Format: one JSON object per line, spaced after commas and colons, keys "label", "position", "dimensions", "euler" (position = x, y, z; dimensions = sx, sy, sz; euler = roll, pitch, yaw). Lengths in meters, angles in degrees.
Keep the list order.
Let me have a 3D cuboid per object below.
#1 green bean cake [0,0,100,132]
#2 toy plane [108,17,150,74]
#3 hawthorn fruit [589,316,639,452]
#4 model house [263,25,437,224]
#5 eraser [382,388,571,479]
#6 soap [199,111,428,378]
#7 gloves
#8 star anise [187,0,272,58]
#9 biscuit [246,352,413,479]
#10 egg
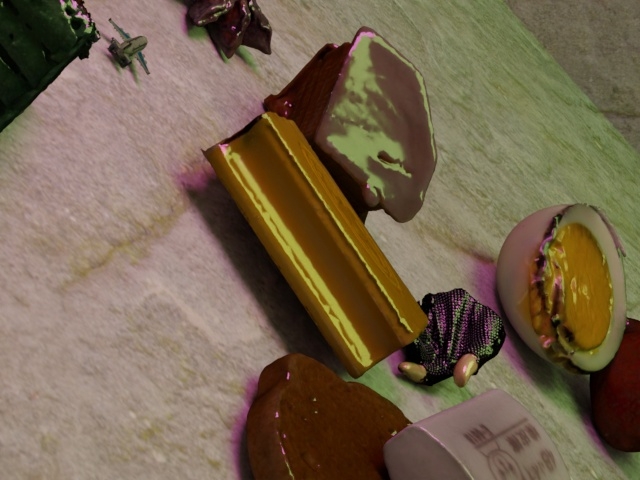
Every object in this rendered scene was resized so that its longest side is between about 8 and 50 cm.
{"label": "green bean cake", "position": [-0.278, -0.192, 1.322], "dimensions": [0.107, 0.193, 0.208], "euler": [47, 22, -7]}
{"label": "toy plane", "position": [-0.228, -0.230, 1.668], "dimensions": [0.080, 0.033, 0.083], "euler": [53, 16, -5]}
{"label": "hawthorn fruit", "position": [0.539, 0.228, 2.332], "dimensions": [0.208, 0.208, 0.248], "euler": [7, 62, -61]}
{"label": "model house", "position": [0.037, -0.138, 1.874], "dimensions": [0.199, 0.219, 0.229], "euler": [39, -17, -18]}
{"label": "eraser", "position": [0.185, 0.267, 1.571], "dimensions": [0.174, 0.095, 0.270], "euler": [57, 22, 13]}
{"label": "soap", "position": [0.000, -0.001, 1.667], "dimensions": [0.324, 0.096, 0.204], "euler": [56, 8, 2]}
{"label": "gloves", "position": [0.154, 0.142, 1.869], "dimensions": [0.181, 0.106, 0.129], "euler": [-27, 81, -38]}
{"label": "star anise", "position": [-0.142, -0.360, 1.939], "dimensions": [0.231, 0.089, 0.209], "euler": [69, 16, 2]}
{"label": "biscuit", "position": [0.063, 0.289, 1.495], "dimensions": [0.381, 0.074, 0.359], "euler": [19, 44, -58]}
{"label": "egg", "position": [0.374, 0.086, 2.272], "dimensions": [0.264, 0.174, 0.286], "euler": [34, 55, -40]}
